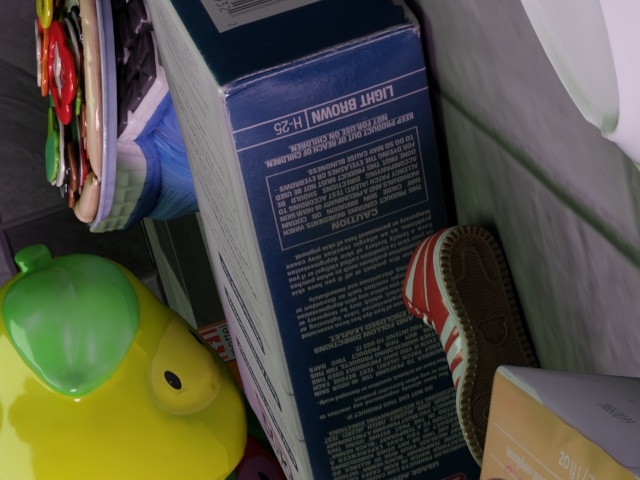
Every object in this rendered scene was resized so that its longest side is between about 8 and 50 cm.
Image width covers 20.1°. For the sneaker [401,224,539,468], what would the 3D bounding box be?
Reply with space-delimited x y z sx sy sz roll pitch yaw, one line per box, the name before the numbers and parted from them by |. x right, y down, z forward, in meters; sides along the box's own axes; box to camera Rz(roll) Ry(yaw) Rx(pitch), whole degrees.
sneaker | 0.071 0.050 0.859 0.067 0.042 0.118 -178 77 -76

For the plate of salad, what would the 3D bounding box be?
plate of salad | 0.077 -0.102 0.505 0.200 0.048 0.200 -21 -90 -89

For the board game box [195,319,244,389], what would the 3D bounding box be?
board game box | -0.165 0.367 1.922 0.357 0.356 0.356 81 167 -45

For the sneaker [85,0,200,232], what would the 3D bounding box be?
sneaker | -0.074 -0.104 1.146 0.330 0.147 0.130 121 142 -69

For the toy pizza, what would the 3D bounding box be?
toy pizza | -0.152 -0.107 1.086 0.201 0.032 0.201 175 90 -76

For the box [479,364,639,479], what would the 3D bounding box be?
box | 0.099 0.135 0.525 0.130 0.091 0.171 -146 63 -75

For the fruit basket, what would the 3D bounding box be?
fruit basket | -0.103 0.180 1.183 0.392 0.282 0.392 17 -90 -90

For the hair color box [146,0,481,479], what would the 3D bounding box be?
hair color box | 0.000 0.000 0.986 0.174 0.105 0.347 -119 14 -49
